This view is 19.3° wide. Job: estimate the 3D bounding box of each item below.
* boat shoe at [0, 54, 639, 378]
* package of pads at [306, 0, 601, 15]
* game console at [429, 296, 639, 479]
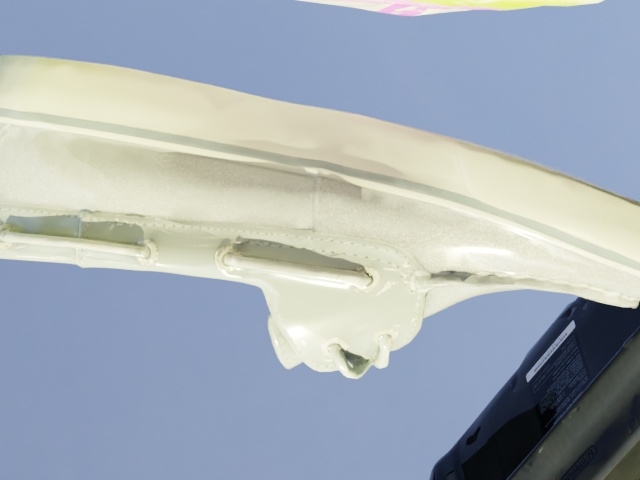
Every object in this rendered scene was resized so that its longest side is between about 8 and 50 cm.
[{"bbox_3d":[-0.001,0.000,0.586,0.079,0.228,0.081,-14,-64,-83],"label":"boat shoe"},{"bbox_3d":[-0.040,-0.183,0.503,0.297,0.101,0.229,5,-82,-29],"label":"package of pads"},{"bbox_3d":[0.149,0.005,0.734,0.044,0.361,0.213,29,-152,-15],"label":"game console"}]
